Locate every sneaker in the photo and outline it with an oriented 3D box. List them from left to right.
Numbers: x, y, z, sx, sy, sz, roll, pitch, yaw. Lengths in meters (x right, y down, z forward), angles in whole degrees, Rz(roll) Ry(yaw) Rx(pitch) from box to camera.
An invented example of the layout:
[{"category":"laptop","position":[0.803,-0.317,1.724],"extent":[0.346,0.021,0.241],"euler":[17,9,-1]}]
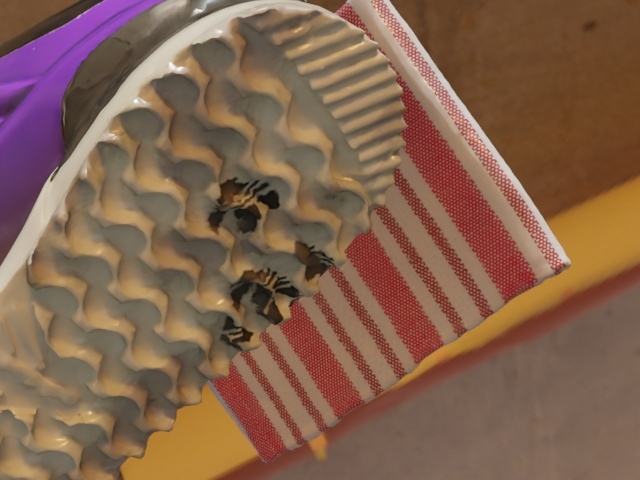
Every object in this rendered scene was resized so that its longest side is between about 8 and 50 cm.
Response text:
[{"category":"sneaker","position":[-0.114,0.017,0.386],"extent":[0.293,0.146,0.102],"euler":[-39,-53,2]}]

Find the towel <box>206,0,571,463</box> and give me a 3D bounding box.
[{"category":"towel","position":[0.000,0.000,0.533],"extent":[0.197,0.144,0.029],"euler":[-38,-9,34]}]
